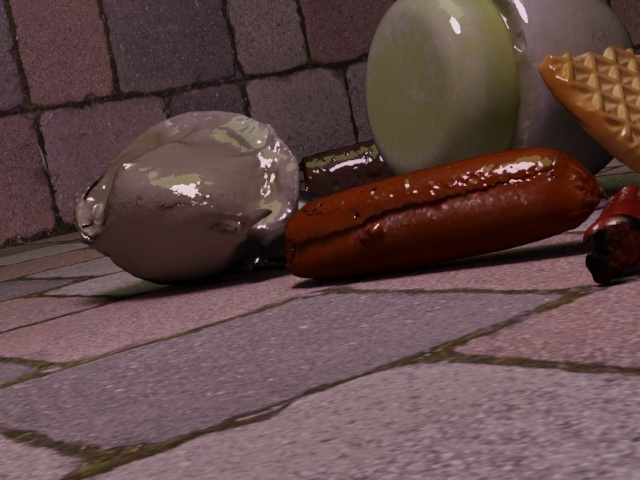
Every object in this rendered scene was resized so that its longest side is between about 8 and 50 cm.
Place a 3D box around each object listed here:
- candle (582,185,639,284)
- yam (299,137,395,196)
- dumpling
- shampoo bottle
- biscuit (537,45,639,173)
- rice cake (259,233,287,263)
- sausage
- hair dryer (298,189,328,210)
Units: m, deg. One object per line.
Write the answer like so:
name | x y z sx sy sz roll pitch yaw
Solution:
candle | 0.266 -0.016 1.015 0.051 0.048 0.329 -18 3 19
yam | 0.104 -0.121 2.045 0.279 0.131 0.131 -11 5 4
dumpling | -0.147 -0.041 1.375 0.292 0.163 0.204 -4 28 21
shampoo bottle | 0.243 -0.200 1.547 0.317 0.323 0.322 -2 1 -27
biscuit | 0.405 -0.148 1.387 0.309 0.205 0.040 -6 -32 -41
rice cake | -0.003 0.000 1.376 0.290 0.051 0.081 -4 6 38
sausage | 0.110 -0.024 1.132 0.330 0.102 0.102 -12 4 26
hair dryer | -0.150 -0.046 1.654 0.284 0.156 0.320 -2 9 -29
